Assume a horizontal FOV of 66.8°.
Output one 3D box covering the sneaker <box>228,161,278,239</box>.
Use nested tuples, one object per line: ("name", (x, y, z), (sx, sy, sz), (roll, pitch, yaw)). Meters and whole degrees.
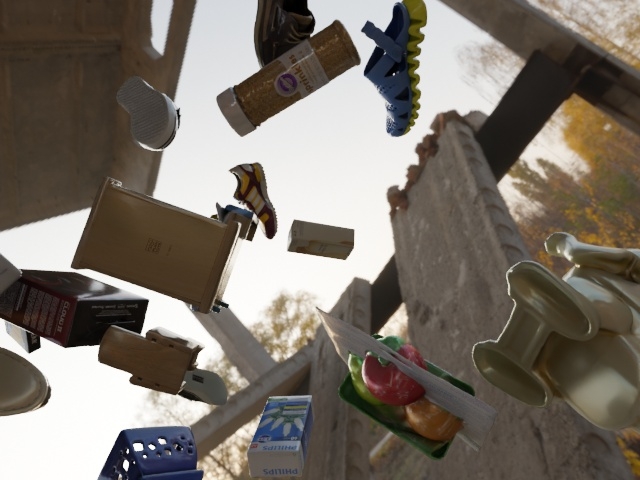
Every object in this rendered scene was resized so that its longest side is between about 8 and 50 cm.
("sneaker", (-0.158, -0.085, 1.115), (0.083, 0.186, 0.069), (-16, -1, -28))

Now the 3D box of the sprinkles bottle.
("sprinkles bottle", (-0.080, -0.394, 1.190), (0.355, 0.121, 0.121), (-30, -17, 9))

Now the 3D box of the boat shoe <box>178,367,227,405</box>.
("boat shoe", (-0.315, 0.356, 1.202), (0.070, 0.078, 0.219), (-18, -41, 22))

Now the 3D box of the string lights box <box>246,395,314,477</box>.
("string lights box", (-0.099, 0.520, 1.306), (0.133, 0.077, 0.260), (-5, 11, 7))

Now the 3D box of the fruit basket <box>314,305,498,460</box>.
("fruit basket", (0.160, 0.255, 0.895), (0.165, 0.327, 0.353), (-51, -29, -24))

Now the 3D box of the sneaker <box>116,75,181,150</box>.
("sneaker", (-0.410, -0.306, 1.233), (0.126, 0.321, 0.127), (-42, -41, 4))

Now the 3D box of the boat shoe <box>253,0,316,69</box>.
("boat shoe", (-0.090, -0.563, 1.254), (0.132, 0.130, 0.356), (-31, -49, -38))

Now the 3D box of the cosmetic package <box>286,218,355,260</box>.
("cosmetic package", (0.000, 0.000, 0.874), (0.060, 0.115, 0.041), (115, 162, -61))

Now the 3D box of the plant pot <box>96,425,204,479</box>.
("plant pot", (-0.488, 0.705, 1.412), (0.235, 0.212, 0.236), (18, -78, -42))

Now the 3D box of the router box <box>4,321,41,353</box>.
("router box", (-0.942, 0.250, 1.524), (0.046, 0.133, 0.179), (-32, -36, -49))

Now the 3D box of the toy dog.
("toy dog", (0.561, 0.138, 0.913), (0.407, 0.395, 0.285), (-23, -53, -35))

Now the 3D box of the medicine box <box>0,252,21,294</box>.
("medicine box", (-0.792, 0.001, 0.937), (0.149, 0.263, 0.289), (-55, -38, -32))

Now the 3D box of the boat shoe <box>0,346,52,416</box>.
("boat shoe", (-0.628, 0.254, 0.877), (0.097, 0.324, 0.117), (86, -168, -60))

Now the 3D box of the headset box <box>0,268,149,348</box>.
("headset box", (-0.566, 0.155, 1.124), (0.218, 0.293, 0.110), (15, -90, -66))

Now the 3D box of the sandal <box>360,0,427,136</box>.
("sandal", (0.162, -0.395, 1.134), (0.138, 0.126, 0.318), (-11, -59, -9))

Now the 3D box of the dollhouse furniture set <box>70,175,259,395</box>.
("dollhouse furniture set", (-0.250, 0.056, 0.818), (0.303, 0.198, 0.287), (131, 158, -87))
